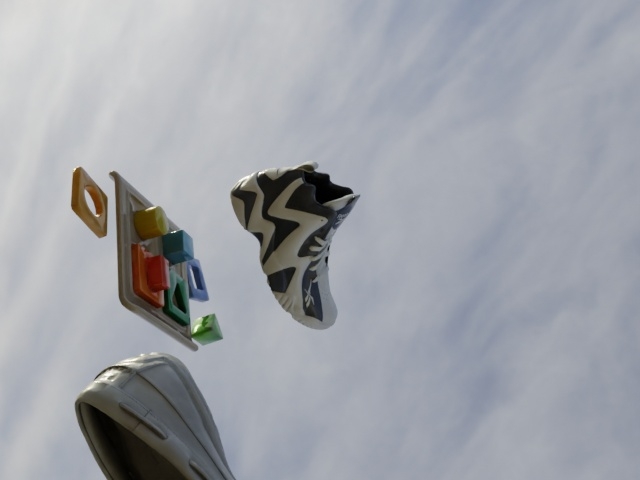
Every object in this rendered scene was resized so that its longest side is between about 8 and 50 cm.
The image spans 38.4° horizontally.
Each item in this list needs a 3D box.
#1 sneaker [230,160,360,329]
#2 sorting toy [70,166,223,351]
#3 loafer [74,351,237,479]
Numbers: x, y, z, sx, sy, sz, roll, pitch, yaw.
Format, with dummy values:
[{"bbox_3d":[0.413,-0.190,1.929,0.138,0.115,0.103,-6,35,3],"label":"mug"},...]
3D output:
[{"bbox_3d":[0.000,0.000,1.208,0.153,0.094,0.234,-22,-83,27],"label":"sneaker"},{"bbox_3d":[-0.196,0.024,1.144,0.047,0.347,0.195,-19,-117,11],"label":"sorting toy"},{"bbox_3d":[-0.103,0.247,0.765,0.112,0.111,0.319,-36,-96,29],"label":"loafer"}]
